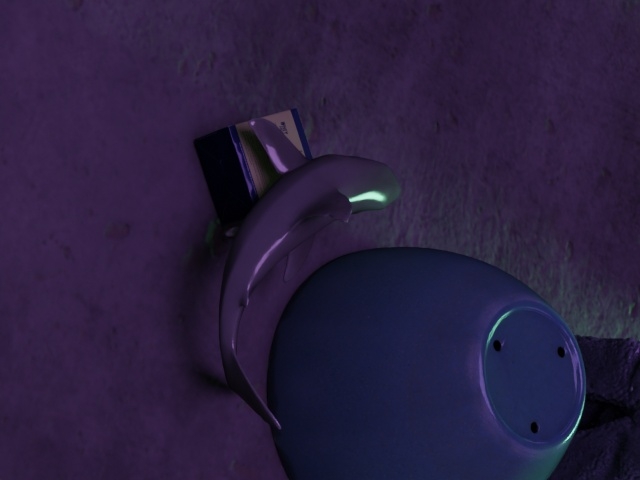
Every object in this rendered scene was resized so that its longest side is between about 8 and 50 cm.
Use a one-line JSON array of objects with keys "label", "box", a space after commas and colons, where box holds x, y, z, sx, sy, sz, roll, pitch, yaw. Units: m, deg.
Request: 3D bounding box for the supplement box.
[{"label": "supplement box", "box": [-0.055, -0.067, 1.688, 0.083, 0.056, 0.083, -19, 92, -40]}]

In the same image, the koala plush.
[{"label": "koala plush", "box": [0.343, 0.213, 1.881, 0.221, 0.203, 0.196, 35, 59, -42]}]

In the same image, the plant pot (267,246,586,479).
[{"label": "plant pot", "box": [0.126, 0.135, 1.700, 0.290, 0.195, 0.290, 11, 73, -38]}]

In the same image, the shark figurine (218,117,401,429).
[{"label": "shark figurine", "box": [-0.021, 0.007, 1.603, 0.166, 0.116, 0.278, 50, 61, -33]}]
